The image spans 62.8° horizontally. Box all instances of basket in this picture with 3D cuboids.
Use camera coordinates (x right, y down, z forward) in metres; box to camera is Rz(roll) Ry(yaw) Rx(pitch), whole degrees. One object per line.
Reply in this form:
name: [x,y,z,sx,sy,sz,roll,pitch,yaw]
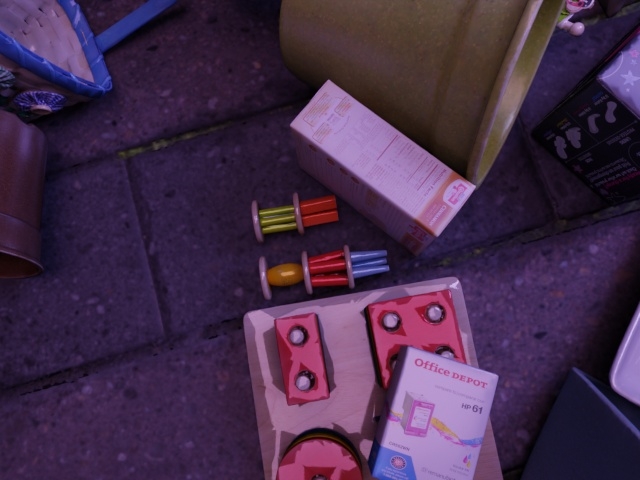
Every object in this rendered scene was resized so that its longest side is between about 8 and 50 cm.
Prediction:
basket: [-0.322,-0.267,0.587,0.289,0.255,0.201,-35,76,14]

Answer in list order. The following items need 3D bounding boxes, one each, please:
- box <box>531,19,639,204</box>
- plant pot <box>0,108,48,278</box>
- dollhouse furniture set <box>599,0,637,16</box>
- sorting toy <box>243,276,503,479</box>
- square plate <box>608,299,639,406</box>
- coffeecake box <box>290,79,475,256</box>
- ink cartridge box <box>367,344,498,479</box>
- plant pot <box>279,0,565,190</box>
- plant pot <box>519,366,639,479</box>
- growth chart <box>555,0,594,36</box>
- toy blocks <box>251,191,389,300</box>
box: [0.397,-0.182,0.585,0.247,0.163,0.142,-44,85,-6]
plant pot: [-0.394,-0.055,0.596,0.167,0.167,0.165,0,72,2]
dollhouse furniture set: [0.410,-0.391,0.612,0.129,0.184,0.129,-22,79,-3]
sorting toy: [0.055,0.182,0.566,0.257,0.089,0.255,-10,79,0]
square plate: [0.514,0.095,0.564,0.344,0.049,0.347,30,72,6]
coffeecake box: [0.063,-0.072,0.585,0.185,0.142,0.068,38,83,8]
ink cartridge box: [0.104,0.169,0.494,0.088,0.052,0.122,17,80,5]
plant pot: [0.105,-0.228,0.574,0.254,0.276,0.276,24,81,18]
plant pot: [0.301,0.312,0.464,0.247,0.248,0.252,30,98,7]
growth chart: [0.302,-0.383,0.635,0.172,0.021,0.237,38,110,36]
toy blocks: [0.000,0.000,0.619,0.148,0.054,0.123,-8,80,0]
